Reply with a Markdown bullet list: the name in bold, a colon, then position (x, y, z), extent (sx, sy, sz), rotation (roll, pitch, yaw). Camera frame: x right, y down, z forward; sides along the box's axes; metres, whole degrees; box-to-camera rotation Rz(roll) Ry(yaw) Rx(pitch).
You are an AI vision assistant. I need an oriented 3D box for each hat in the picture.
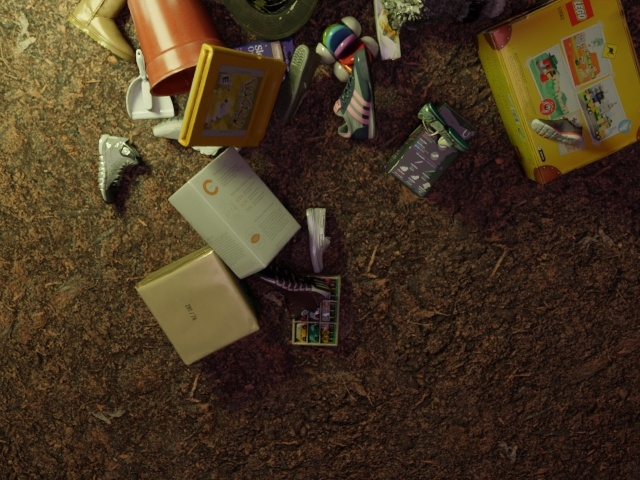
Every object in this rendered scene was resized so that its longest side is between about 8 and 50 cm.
- **hat**: position (-0.129, -0.774, 1.613), extent (0.331, 0.134, 0.331), rotation (6, 119, 11)

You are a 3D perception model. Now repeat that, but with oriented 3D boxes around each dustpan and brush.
- **dustpan and brush**: position (-0.549, -0.489, 1.723), extent (0.147, 0.060, 0.211), rotation (-4, 107, 0)

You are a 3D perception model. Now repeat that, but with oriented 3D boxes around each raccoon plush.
- **raccoon plush**: position (0.367, -0.718, 1.515), extent (0.446, 0.299, 0.216), rotation (-12, 106, -10)

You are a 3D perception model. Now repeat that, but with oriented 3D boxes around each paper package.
- **paper package**: position (-0.401, 0.207, 1.873), extent (0.309, 0.168, 0.325), rotation (-27, 104, 6)

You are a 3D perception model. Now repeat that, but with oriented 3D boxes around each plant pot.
- **plant pot**: position (-0.417, -0.598, 1.601), extent (0.272, 0.272, 0.265), rotation (-20, 96, 4)

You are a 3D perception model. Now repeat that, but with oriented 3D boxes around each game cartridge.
- **game cartridge**: position (-0.250, -0.410, 1.611), extent (0.052, 0.323, 0.285), rotation (34, 116, 28)

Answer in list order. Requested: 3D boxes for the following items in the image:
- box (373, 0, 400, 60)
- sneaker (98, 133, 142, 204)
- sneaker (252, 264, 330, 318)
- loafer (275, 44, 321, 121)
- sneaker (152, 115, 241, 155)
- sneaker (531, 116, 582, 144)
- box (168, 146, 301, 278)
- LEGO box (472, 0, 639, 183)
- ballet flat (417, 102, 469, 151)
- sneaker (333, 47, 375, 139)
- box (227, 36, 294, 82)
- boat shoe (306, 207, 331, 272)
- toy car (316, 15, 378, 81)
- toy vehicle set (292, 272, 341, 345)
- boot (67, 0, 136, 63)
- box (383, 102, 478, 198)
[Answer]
- **box**: position (0.196, -0.718, 1.671), extent (0.063, 0.067, 0.324), rotation (-8, 105, 0)
- **sneaker**: position (-0.648, -0.228, 1.786), extent (0.132, 0.086, 0.229), rotation (1, 105, -4)
- **sneaker**: position (-0.118, 0.190, 1.852), extent (0.281, 0.106, 0.163), rotation (18, 112, -20)
- **loafer**: position (-0.063, -0.479, 1.705), extent (0.087, 0.094, 0.251), rotation (-3, 136, -37)
- **sneaker**: position (-0.386, -0.334, 1.751), extent (0.297, 0.111, 0.129), rotation (1, 111, -1)
- **sneaker**: position (0.695, -0.334, 1.607), extent (0.157, 0.061, 0.065), rotation (18, 79, -7)
- **box**: position (-0.268, -0.085, 1.740), extent (0.345, 0.215, 0.168), rotation (50, 141, -13)
- **LEGO box**: position (0.746, -0.483, 1.684), extent (0.372, 0.193, 0.500), rotation (-24, 106, 6)
- **ballet flat**: position (0.361, -0.323, 1.627), extent (0.070, 0.070, 0.188), rotation (-42, 97, 10)
- **sneaker**: position (0.100, -0.432, 1.670), extent (0.131, 0.112, 0.319), rotation (-2, 139, 7)
- **box**: position (-0.188, -0.557, 1.726), extent (0.225, 0.036, 0.137), rotation (-10, 106, 1)
- **boat shoe**: position (0.000, 0.000, 1.864), extent (0.075, 0.083, 0.226), rotation (-6, 105, 2)
- **toy car**: position (0.083, -0.583, 1.670), extent (0.159, 0.136, 0.182), rotation (-43, 103, 11)
- **toy vehicle set**: position (-0.015, 0.248, 1.960), extent (0.165, 0.035, 0.267), rotation (1, 106, -2)
- **boot**: position (-0.599, -0.710, 1.647), extent (0.236, 0.089, 0.270), rotation (34, 99, -16)
- **box**: position (0.345, -0.288, 1.746), extent (0.143, 0.165, 0.270), rotation (37, 102, -9)
